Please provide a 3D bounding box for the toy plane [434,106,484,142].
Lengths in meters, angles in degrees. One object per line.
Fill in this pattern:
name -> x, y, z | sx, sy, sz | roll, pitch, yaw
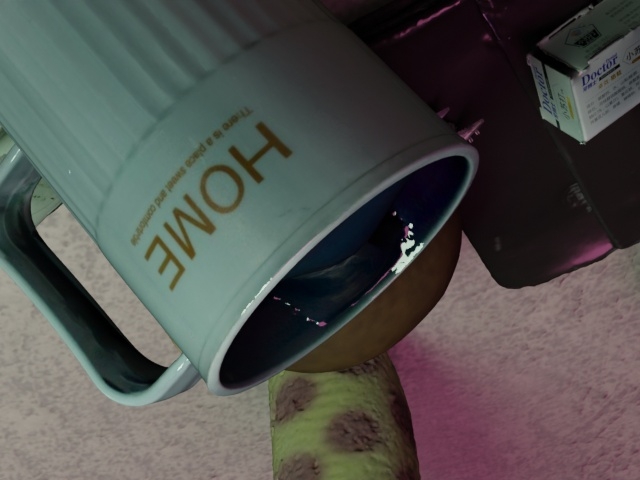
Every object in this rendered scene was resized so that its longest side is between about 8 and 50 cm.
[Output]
toy plane -> 0.121, -0.097, 1.181 | 0.077, 0.024, 0.084 | -12, 149, 29

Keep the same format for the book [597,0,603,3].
book -> 0.245, -0.291, 1.135 | 0.201, 0.026, 0.289 | -2, 132, -11

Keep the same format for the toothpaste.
toothpaste -> 0.328, -0.210, 1.133 | 0.313, 0.071, 0.089 | -36, 134, -11

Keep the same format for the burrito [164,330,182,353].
burrito -> -0.164, 0.054, 1.329 | 0.045, 0.041, 0.185 | -16, 131, 12

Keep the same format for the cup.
cup -> -0.090, -0.065, 0.981 | 0.256, 0.311, 0.331 | -31, 161, -36

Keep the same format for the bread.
bread -> 0.032, 0.258, 1.365 | 0.155, 0.338, 0.187 | -18, 133, 10

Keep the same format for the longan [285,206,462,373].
longan -> 0.000, 0.000, 1.181 | 0.258, 0.258, 0.258 | -7, 132, -8

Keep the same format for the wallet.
wallet -> 0.202, -0.108, 1.243 | 0.228, 0.062, 0.406 | -24, 137, 17

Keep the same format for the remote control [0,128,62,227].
remote control -> -0.289, -0.048, 1.202 | 0.097, 0.045, 0.256 | 27, 122, -32
